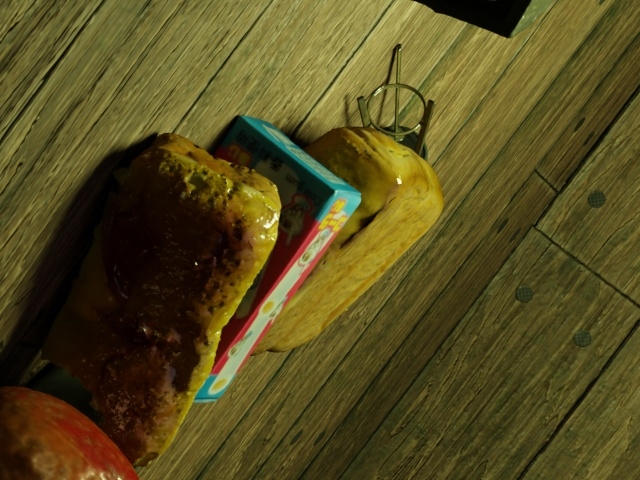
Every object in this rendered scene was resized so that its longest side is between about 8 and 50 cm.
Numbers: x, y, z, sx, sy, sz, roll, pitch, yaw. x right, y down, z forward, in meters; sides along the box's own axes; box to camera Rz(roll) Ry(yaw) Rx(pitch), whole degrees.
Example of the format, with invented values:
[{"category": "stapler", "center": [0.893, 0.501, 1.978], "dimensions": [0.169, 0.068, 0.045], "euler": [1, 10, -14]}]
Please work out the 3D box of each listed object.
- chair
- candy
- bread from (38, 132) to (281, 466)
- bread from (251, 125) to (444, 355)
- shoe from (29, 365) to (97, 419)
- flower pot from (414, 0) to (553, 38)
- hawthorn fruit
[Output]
[{"category": "chair", "center": [0.105, -0.151, 2.252], "dimensions": [0.104, 0.095, 0.221], "euler": [-50, 165, -22]}, {"category": "candy", "center": [-0.107, 0.023, 1.953], "dimensions": [0.306, 0.157, 0.100], "euler": [-54, 162, 10]}, {"category": "bread", "center": [-0.189, 0.073, 1.815], "dimensions": [0.109, 0.185, 0.380], "euler": [-88, -157, -63]}, {"category": "bread", "center": [-0.005, -0.006, 2.147], "dimensions": [0.337, 0.148, 0.328], "euler": [-44, 167, 11]}, {"category": "shoe", "center": [-0.322, 0.217, 1.922], "dimensions": [0.195, 0.079, 0.078], "euler": [-51, 171, 10]}, {"category": "flower pot", "center": [0.146, -0.365, 1.667], "dimensions": [0.379, 0.251, 0.379], "euler": [-45, 160, -21]}, {"category": "hawthorn fruit", "center": [-0.320, 0.277, 1.770], "dimensions": [0.258, 0.262, 0.258], "euler": [-50, -157, 30]}]
